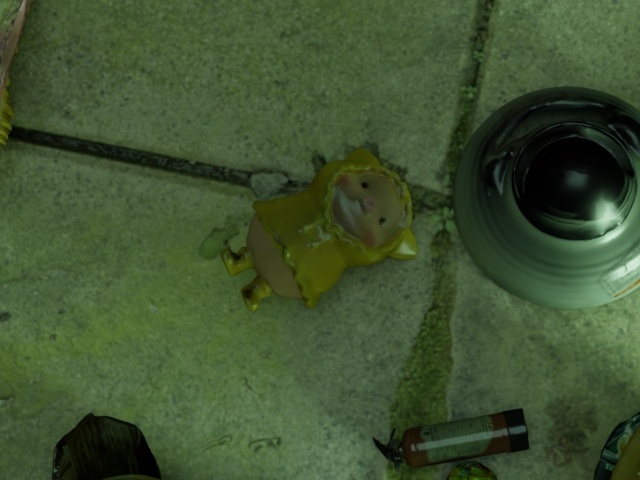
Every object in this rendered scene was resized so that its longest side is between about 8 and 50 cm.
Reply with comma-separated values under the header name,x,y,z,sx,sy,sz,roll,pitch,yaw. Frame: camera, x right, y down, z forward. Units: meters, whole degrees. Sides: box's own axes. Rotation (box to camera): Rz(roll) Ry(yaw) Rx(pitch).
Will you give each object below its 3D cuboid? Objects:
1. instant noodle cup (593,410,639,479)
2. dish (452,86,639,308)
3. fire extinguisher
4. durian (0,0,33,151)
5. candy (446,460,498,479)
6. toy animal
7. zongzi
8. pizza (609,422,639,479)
name,x,y,z,sx,sy,sz,roll,pitch,yaw
instant noodle cup,0.391,0.273,1.130,0.240,0.178,0.240,-1,78,6
dish,0.292,-0.065,1.235,0.274,0.134,0.273,-1,77,5
fire extinguisher,0.149,0.230,1.232,0.177,0.050,0.062,-10,36,4
durian,-0.456,-0.215,1.362,0.191,0.112,0.341,-4,67,20
candy,0.176,0.348,1.210,0.062,0.058,0.193,-7,85,46
toy animal,-0.002,-0.005,1.258,0.230,0.156,0.156,-27,77,-10
zongzi,-0.264,0.379,1.221,0.288,0.134,0.285,-51,45,33
pizza,0.385,0.204,1.016,0.269,0.087,0.257,-3,75,7
